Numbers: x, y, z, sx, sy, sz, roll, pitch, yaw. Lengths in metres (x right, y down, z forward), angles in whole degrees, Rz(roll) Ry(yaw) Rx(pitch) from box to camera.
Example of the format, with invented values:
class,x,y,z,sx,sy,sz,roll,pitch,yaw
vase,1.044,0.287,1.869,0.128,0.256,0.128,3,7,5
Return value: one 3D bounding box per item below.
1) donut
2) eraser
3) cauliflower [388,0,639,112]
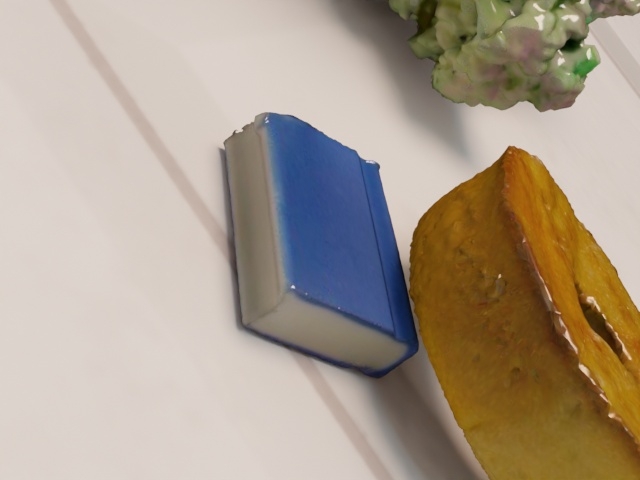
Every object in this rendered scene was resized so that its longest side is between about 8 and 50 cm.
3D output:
class,x,y,z,sx,sy,sz,roll,pitch,yaw
donut,0.086,0.042,0.426,0.152,0.058,0.152,48,25,-32
eraser,0.000,0.000,0.412,0.063,0.027,0.085,24,41,-35
cauliflower,0.098,-0.204,0.522,0.256,0.239,0.315,46,-11,-5
